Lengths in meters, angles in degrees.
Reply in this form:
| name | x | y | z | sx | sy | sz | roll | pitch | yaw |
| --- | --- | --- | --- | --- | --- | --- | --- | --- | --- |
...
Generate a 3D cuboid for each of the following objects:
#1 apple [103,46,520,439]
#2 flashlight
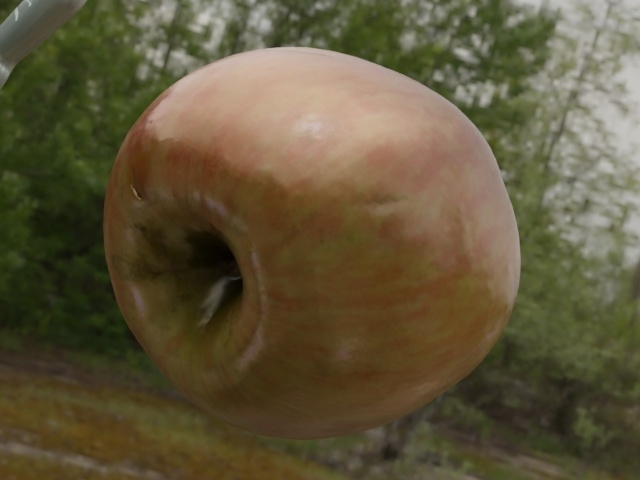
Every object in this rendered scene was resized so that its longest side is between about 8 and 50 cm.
| name | x | y | z | sx | sy | sz | roll | pitch | yaw |
| --- | --- | --- | --- | --- | --- | --- | --- | --- | --- |
| apple | 0.000 | 0.000 | 1.378 | 0.346 | 0.392 | 0.391 | -23 | 26 | -40 |
| flashlight | -0.326 | -0.232 | 1.539 | 0.200 | 0.093 | 0.047 | -35 | -49 | 29 |
